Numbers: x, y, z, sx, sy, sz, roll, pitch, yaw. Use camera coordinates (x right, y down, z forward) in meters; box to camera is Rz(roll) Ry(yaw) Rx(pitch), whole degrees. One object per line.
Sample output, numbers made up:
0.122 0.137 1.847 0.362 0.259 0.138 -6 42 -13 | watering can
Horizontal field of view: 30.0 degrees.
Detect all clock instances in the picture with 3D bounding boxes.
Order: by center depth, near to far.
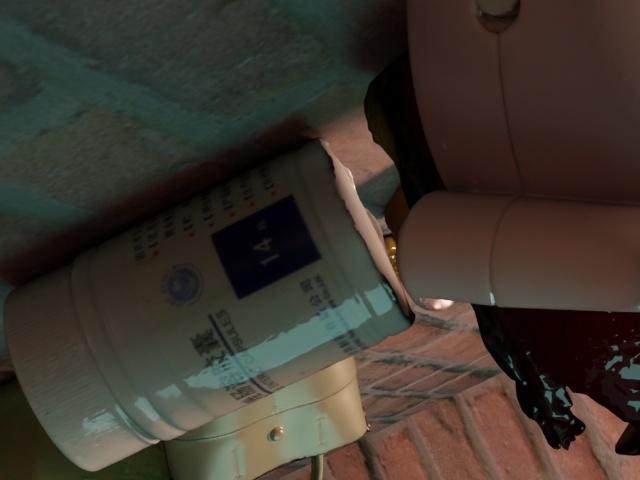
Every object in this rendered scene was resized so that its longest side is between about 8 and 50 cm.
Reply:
0.171 -0.131 0.626 0.184 0.326 0.342 -2 180 33 | clock

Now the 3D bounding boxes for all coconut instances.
-0.257 0.278 1.400 0.328 0.281 0.328 12 158 5 | coconut

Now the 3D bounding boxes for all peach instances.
0.227 -0.026 0.950 0.416 0.353 0.339 13 -165 -6 | peach

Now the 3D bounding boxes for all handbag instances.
-0.067 0.168 1.291 0.241 0.315 0.109 -17 -157 -21 | handbag

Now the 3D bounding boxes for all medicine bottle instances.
-0.102 0.060 1.071 0.332 0.190 0.190 -26 164 7 | medicine bottle

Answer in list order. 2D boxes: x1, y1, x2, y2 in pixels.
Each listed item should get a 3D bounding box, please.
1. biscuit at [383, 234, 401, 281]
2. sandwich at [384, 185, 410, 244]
0.091 0.028 1.538 0.254 0.029 0.172 -16 163 -25 | biscuit
0.120 -0.063 1.304 0.079 0.113 0.163 -17 128 -18 | sandwich
